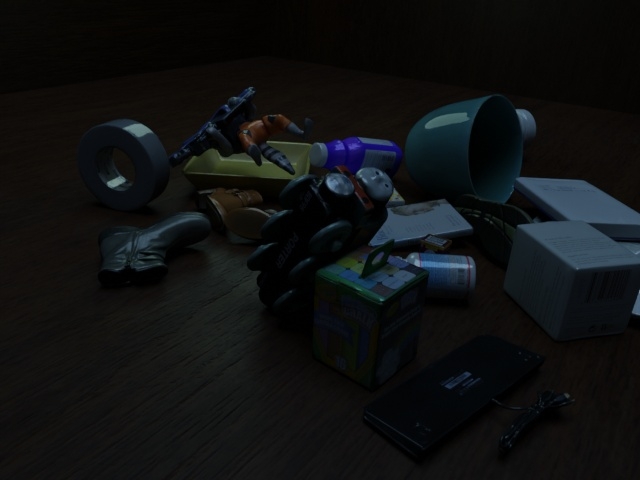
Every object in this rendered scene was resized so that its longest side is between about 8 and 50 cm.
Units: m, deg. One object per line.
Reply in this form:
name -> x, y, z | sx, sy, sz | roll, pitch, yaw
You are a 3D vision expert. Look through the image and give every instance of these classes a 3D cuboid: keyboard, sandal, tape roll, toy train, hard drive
keyboard -> 0.235, 0.234, 0.857 | 0.317, 0.033, 0.201 | -20, 27, -37
sandal -> 0.412, -0.033, 1.342 | 0.086, 0.120, 0.303 | 16, 16, -25
tape roll -> -0.486, -0.186, 1.435 | 0.219, 0.219, 0.072 | 10, 27, 14
toy train -> 0.000, 0.000, 1.008 | 0.190, 0.334, 0.142 | -17, 61, -38
hard drive -> 0.645, -0.085, 1.440 | 0.210, 0.040, 0.319 | 2, 24, -8

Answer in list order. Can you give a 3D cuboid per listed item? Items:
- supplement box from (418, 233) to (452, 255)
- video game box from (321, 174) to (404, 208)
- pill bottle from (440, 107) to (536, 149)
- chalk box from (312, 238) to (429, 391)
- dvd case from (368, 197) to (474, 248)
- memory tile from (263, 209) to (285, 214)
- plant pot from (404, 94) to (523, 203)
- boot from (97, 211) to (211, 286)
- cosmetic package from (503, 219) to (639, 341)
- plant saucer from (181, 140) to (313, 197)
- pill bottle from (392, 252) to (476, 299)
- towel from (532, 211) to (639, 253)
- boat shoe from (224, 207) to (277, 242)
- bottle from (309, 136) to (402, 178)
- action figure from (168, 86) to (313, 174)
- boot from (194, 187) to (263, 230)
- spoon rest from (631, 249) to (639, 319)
supplement box -> 0.234, 0.036, 1.205 | 0.054, 0.083, 0.043 | 19, 30, 30
video game box -> 0.108, -0.125, 1.570 | 0.187, 0.048, 0.205 | -5, 26, -10
pill bottle -> 0.541, -0.357, 1.934 | 0.333, 0.188, 0.188 | -9, 28, -22
chalk box -> 0.077, 0.097, 0.913 | 0.132, 0.213, 0.132 | 23, 32, 35
dvd case -> 0.214, -0.041, 1.393 | 0.252, 0.022, 0.180 | -10, 29, -8
memory tile -> -0.080, -0.044, 1.421 | 0.147, 0.012, 0.113 | 7, 26, 8
plant pot -> 0.375, -0.237, 1.582 | 0.235, 0.293, 0.293 | 7, 22, 44
boot -> -0.331, 0.026, 1.194 | 0.246, 0.084, 0.161 | -13, 36, -18
cosmetic package -> 0.465, 0.069, 1.083 | 0.151, 0.152, 0.184 | -3, 27, -14
plant saucer -> -0.194, -0.204, 1.665 | 0.332, 0.081, 0.333 | 4, 26, 1
pill bottle -> 0.214, 0.068, 1.132 | 0.160, 0.087, 0.087 | 4, 26, 1
towel -> 0.699, -0.029, 1.422 | 0.324, 0.056, 0.312 | 16, 29, 27
boat shoe -> -0.113, -0.027, 1.330 | 0.206, 0.073, 0.073 | 9, -11, 6
bottle -> 0.102, -0.238, 1.673 | 0.282, 0.118, 0.092 | -2, 41, -33
action figure -> -0.227, -0.254, 1.563 | 0.330, 0.179, 0.341 | 21, 57, 45
boot -> -0.212, -0.087, 1.433 | 0.152, 0.073, 0.197 | -6, 29, -26
spoon rest -> 0.653, 0.063, 1.152 | 0.137, 0.084, 0.276 | 25, 44, 32
